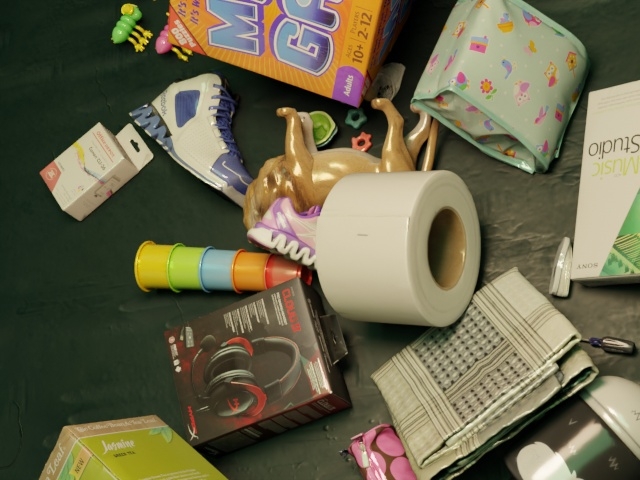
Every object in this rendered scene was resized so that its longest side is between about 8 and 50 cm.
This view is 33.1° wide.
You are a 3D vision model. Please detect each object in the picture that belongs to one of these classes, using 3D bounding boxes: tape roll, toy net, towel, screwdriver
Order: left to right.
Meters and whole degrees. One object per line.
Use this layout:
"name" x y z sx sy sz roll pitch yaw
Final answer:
"toy net" 0.073 -0.239 1.966 0.232 0.045 0.122 -45 60 0
"tape roll" 0.128 0.011 1.715 0.169 0.246 0.246 2 70 34
"towel" 0.232 0.196 1.634 0.312 0.056 0.324 -37 26 5
"screwdriver" 0.411 0.155 1.696 0.170 0.025 0.024 8 73 33

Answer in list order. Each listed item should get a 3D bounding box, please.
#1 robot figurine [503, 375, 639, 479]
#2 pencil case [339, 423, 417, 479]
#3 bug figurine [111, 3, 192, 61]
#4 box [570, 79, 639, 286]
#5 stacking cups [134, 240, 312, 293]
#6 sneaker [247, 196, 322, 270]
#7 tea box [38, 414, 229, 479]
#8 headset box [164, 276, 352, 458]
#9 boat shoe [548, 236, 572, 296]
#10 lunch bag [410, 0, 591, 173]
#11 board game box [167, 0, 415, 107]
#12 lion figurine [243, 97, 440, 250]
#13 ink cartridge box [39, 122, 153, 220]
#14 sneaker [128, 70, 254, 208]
"robot figurine" 0.378 0.320 1.555 0.278 0.209 0.173 -42 30 2
"pencil case" 0.118 0.390 1.667 0.095 0.098 0.209 -35 62 5
"bug figurine" -0.322 -0.480 2.203 0.279 0.072 0.216 19 78 26
"box" 0.502 -0.094 1.654 0.232 0.058 0.322 -9 70 53
"stacking cups" -0.173 0.048 1.919 0.316 0.096 0.096 0 70 22
"sneaker" 0.000 0.000 1.810 0.236 0.095 0.105 26 82 -18
"tea box" -0.289 0.499 1.664 0.323 0.220 0.329 34 105 30
"headset box" -0.094 0.210 1.815 0.293 0.110 0.218 -22 63 12
"boat shoe" 0.396 0.044 1.737 0.035 0.035 0.100 16 70 -2
"lunch bag" 0.316 -0.262 1.794 0.160 0.262 0.223 -6 58 64
"board game box" -0.016 -0.511 1.812 0.356 0.356 0.356 20 46 7
"lion figurine" 0.048 -0.115 1.872 0.392 0.142 0.240 -6 88 13
"ink cartridge box" -0.439 -0.148 2.118 0.198 0.067 0.115 -40 60 2
"sneaker" -0.210 -0.217 2.022 0.182 0.127 0.315 -49 59 0
